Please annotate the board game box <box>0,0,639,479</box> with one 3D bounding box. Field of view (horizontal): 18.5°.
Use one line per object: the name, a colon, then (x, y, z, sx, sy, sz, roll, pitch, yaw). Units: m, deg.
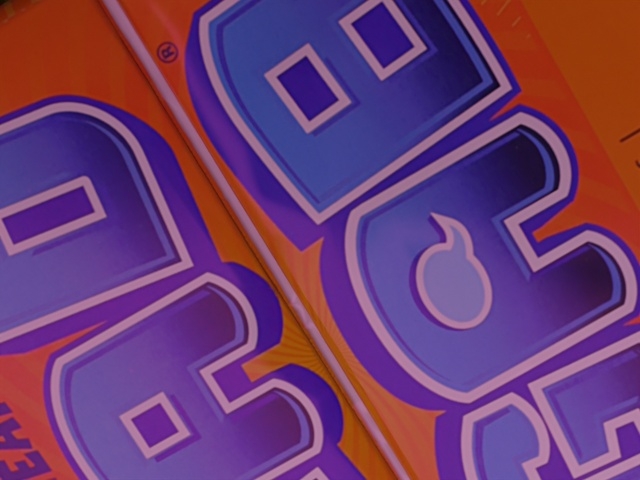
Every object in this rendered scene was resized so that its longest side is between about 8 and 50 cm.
board game box: (0.000, 0.000, 0.917, 0.356, 0.356, 0.356, -30, 103, 6)
